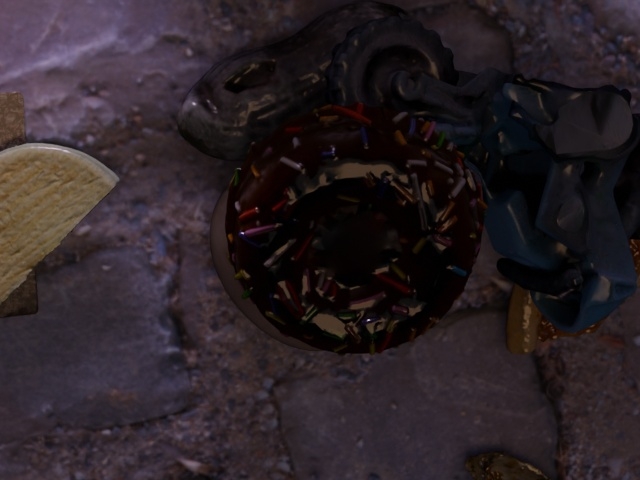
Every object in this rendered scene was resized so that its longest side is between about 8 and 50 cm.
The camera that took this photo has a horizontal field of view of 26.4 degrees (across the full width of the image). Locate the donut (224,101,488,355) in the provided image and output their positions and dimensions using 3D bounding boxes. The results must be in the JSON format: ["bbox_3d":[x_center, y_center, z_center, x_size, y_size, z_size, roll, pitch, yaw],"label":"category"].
[{"bbox_3d":[0.029,-0.004,1.179,0.235,0.089,0.235,1,113,1],"label":"donut"}]

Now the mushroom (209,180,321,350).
[{"bbox_3d":[0.000,0.000,1.347,0.204,0.204,0.204,-2,106,-7],"label":"mushroom"}]

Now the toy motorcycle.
[{"bbox_3d":[0.180,-0.051,1.291,0.416,0.172,0.232,18,87,-25],"label":"toy motorcycle"}]

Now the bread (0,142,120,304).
[{"bbox_3d":[-0.302,-0.031,1.353,0.112,0.036,0.193,43,100,-12],"label":"bread"}]

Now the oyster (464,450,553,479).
[{"bbox_3d":[0.220,0.303,1.516,0.177,0.056,0.105,39,86,-17],"label":"oyster"}]

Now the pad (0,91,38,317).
[{"bbox_3d":[-0.368,-0.030,1.363,0.158,0.003,0.235,-3,106,-7],"label":"pad"}]

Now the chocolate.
[{"bbox_3d":[-0.022,-0.152,1.326,0.248,0.110,0.110,-22,108,-1],"label":"chocolate"}]

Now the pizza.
[{"bbox_3d":[0.291,0.017,1.441,0.271,0.056,0.134,-43,99,6],"label":"pizza"}]
